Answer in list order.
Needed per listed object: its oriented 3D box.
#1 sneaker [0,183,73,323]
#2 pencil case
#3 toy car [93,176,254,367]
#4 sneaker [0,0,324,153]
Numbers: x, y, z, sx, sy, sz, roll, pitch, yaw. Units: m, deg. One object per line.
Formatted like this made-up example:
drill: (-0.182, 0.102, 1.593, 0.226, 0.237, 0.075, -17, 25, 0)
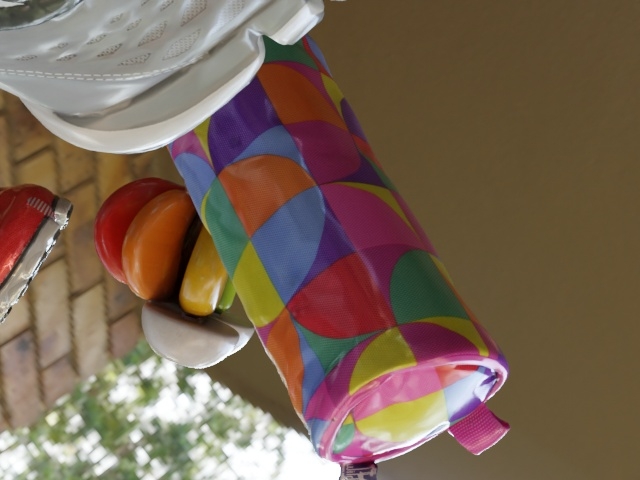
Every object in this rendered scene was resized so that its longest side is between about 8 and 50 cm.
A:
sneaker: (-0.277, -0.001, 0.941, 0.279, 0.107, 0.118, -7, -41, 47)
pencil case: (0.000, 0.000, 0.668, 0.236, 0.104, 0.104, 62, -31, 30)
toy car: (-0.105, 0.004, 1.067, 0.136, 0.182, 0.159, 19, -87, 5)
sneaker: (-0.017, -0.108, 0.307, 0.229, 0.132, 0.086, -41, -118, 19)
